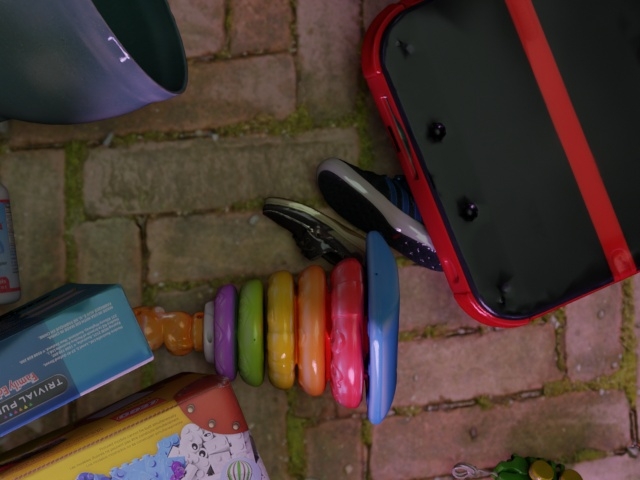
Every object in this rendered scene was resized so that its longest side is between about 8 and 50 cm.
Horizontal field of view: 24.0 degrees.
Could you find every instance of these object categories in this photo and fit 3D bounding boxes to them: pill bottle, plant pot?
[{"bbox_3d":[-0.362,-0.010,1.560,0.087,0.087,0.160,-8,91,-16],"label":"pill bottle"},{"bbox_3d":[-0.290,-0.234,1.509,0.196,0.293,0.293,-26,96,11],"label":"plant pot"}]

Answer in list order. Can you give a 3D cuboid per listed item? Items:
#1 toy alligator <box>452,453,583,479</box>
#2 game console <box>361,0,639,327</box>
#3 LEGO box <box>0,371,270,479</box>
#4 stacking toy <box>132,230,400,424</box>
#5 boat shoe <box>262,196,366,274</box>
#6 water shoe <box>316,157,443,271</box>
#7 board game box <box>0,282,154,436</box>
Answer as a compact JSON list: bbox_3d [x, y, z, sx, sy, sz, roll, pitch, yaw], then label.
[{"bbox_3d":[0.239,0.271,1.751,0.189,0.056,0.051,18,42,-14],"label":"toy alligator"},{"bbox_3d":[0.255,-0.126,1.677,0.342,0.060,0.387,-24,96,-11],"label":"game console"},{"bbox_3d":[-0.266,0.401,1.508,0.500,0.193,0.373,-24,94,-19],"label":"LEGO box"},{"bbox_3d":[-0.068,0.098,1.622,0.301,0.175,0.166,-1,130,-1],"label":"stacking toy"},{"bbox_3d":[0.000,0.000,1.682,0.152,0.056,0.049,26,76,-14],"label":"boat shoe"},{"bbox_3d":[0.083,-0.044,1.711,0.203,0.073,0.080,36,61,-19],"label":"water shoe"},{"bbox_3d":[-0.314,0.128,1.440,0.253,0.336,0.079,-26,96,-15],"label":"board game box"}]
